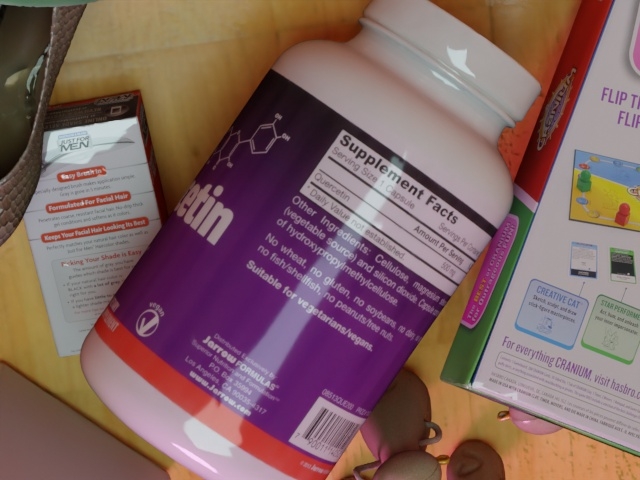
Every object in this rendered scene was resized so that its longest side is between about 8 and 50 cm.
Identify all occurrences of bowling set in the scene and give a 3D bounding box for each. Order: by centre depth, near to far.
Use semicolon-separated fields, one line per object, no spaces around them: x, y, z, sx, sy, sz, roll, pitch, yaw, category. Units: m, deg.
0.077;0.194;1.374;0.287;0.154;0.200;-22;113;7;bowling set

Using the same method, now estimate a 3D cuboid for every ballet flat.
-0.201;-0.102;1.237;0.084;0.058;0.250;25;94;9;ballet flat

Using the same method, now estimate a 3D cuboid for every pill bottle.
0.000;0.000;1.247;0.181;0.181;0.323;34;91;-17;pill bottle

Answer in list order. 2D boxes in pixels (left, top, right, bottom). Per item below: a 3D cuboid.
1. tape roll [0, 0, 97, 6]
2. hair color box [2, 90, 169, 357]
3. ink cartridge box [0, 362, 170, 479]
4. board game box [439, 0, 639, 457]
-0.245;-0.230;1.072;0.321;0.321;0.077;18;112;-11;tape roll
-0.151;-0.010;1.323;0.093;0.053;0.167;-9;116;2;hair color box
-0.288;0.323;1.336;0.166;0.285;0.395;36;107;-16;ink cartridge box
0.247;-0.012;1.273;0.242;0.064;0.317;22;86;-13;board game box
